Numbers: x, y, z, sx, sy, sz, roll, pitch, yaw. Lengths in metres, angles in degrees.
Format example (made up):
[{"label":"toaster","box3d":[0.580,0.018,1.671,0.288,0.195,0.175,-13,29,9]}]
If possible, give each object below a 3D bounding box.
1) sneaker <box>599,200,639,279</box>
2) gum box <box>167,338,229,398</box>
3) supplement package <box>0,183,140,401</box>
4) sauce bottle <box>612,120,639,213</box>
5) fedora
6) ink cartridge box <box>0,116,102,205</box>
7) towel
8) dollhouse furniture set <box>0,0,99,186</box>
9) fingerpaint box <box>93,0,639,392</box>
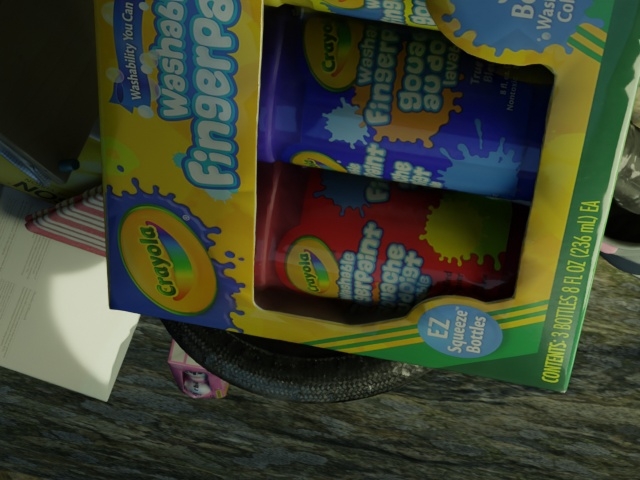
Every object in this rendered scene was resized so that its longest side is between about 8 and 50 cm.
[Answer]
[{"label":"sneaker","box3d":[0.373,-0.020,1.660,0.319,0.112,0.131,-10,154,43]},{"label":"gum box","box3d":[-0.125,0.085,2.111,0.062,0.188,0.107,9,159,6]},{"label":"supplement package","box3d":[-0.321,0.053,2.088,0.203,0.194,0.149,22,177,-24]},{"label":"sauce bottle","box3d":[0.173,-0.116,1.518,0.344,0.111,0.111,29,154,-35]},{"label":"fedora","box3d":[0.000,0.000,1.701,0.334,0.334,0.152,13,176,-3]},{"label":"ink cartridge box","box3d":[-0.310,-0.101,1.900,0.303,0.072,0.307,22,155,-28]},{"label":"towel","box3d":[-0.208,-0.022,1.932,0.144,0.029,0.197,20,156,-34]},{"label":"dollhouse furniture set","box3d":[-0.320,-0.141,1.490,0.198,0.286,0.303,-3,148,45]},{"label":"fingerpaint box","box3d":[0.035,-0.114,1.302,0.371,0.163,0.445,11,136,5]}]
